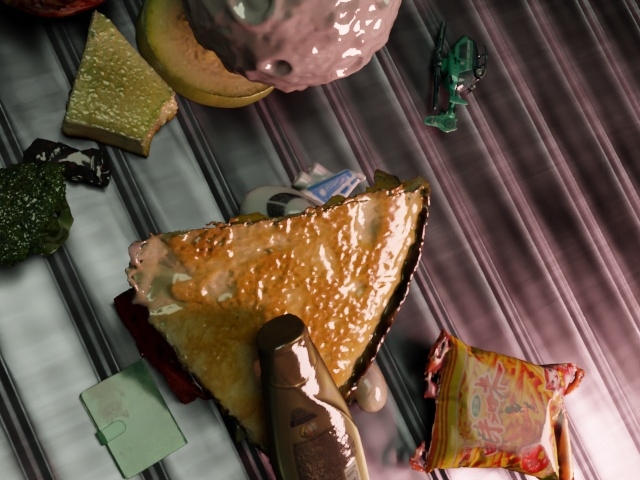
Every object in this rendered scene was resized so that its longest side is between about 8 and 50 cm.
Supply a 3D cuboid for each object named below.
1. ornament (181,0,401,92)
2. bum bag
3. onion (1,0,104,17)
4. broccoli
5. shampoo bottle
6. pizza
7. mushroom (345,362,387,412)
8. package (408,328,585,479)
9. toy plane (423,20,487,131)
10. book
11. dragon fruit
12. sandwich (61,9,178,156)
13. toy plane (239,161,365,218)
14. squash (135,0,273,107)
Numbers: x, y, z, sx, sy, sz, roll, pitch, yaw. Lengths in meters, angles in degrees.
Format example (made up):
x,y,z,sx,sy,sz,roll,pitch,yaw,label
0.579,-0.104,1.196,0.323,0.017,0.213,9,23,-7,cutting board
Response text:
x,y,z,sx,sy,sz,roll,pitch,yaw,label
-0.050,-0.386,1.138,0.337,0.337,0.336,7,72,-22,ornament
-0.363,-0.113,1.138,0.125,0.034,0.057,12,80,-20,bum bag
-0.386,-0.439,1.118,0.247,0.190,0.246,1,106,2,onion
-0.396,-0.038,1.050,0.138,0.146,0.162,38,71,-52,broccoli
-0.012,0.261,1.057,0.126,0.084,0.350,-27,119,-22,shampoo bottle
-0.035,0.120,1.087,0.435,0.080,0.391,-13,115,-22,pizza
0.059,0.225,1.210,0.079,0.085,0.085,-23,83,16,mushroom
0.284,0.280,1.268,0.288,0.108,0.223,14,75,-11,package
0.248,-0.297,1.445,0.096,0.060,0.234,14,66,-11,toy plane
-0.258,0.247,1.087,0.103,0.017,0.135,-28,87,-28,book
-0.189,0.131,1.099,0.092,0.122,0.192,-27,85,-40,dragon fruit
-0.289,-0.232,1.195,0.163,0.058,0.192,15,68,-21,sandwich
-0.002,0.001,1.215,0.267,0.122,0.266,7,71,-19,toy plane
-0.166,-0.334,1.281,0.252,0.049,0.251,7,73,-23,squash
